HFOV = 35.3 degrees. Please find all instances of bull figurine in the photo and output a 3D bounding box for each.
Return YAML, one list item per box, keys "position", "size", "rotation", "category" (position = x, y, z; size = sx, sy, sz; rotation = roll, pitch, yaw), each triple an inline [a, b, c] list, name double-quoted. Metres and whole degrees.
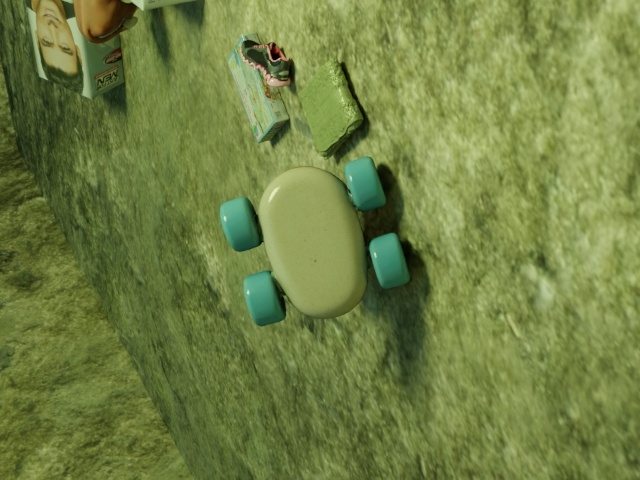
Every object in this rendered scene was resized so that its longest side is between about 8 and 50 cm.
- position: [-0.411, -0.533, 1.906]
  size: [0.101, 0.188, 0.310]
  rotation: [12, 108, 25]
  category: "bull figurine"

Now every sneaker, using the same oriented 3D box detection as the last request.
- position: [-0.082, -0.286, 1.553]
  size: [0.119, 0.047, 0.057]
  rotation: [45, 139, 35]
  category: "sneaker"

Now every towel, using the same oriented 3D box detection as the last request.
- position: [0.013, -0.186, 1.426]
  size: [0.110, 0.027, 0.148]
  rotation: [69, 158, 9]
  category: "towel"

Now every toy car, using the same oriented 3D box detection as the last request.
- position: [0.000, 0.000, 1.443]
  size: [0.238, 0.219, 0.210]
  rotation: [-19, -89, -84]
  category: "toy car"

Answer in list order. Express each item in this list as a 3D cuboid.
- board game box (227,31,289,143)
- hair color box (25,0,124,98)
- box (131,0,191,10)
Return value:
- position: [-0.104, -0.248, 1.644]
  size: [0.154, 0.026, 0.103]
  rotation: [69, 157, 6]
  category: "board game box"
- position: [-0.569, -0.532, 2.297]
  size: [0.185, 0.113, 0.374]
  rotation: [25, 134, 28]
  category: "hair color box"
- position: [-0.300, -0.522, 1.769]
  size: [0.182, 0.119, 0.181]
  rotation: [44, 145, 48]
  category: "box"
